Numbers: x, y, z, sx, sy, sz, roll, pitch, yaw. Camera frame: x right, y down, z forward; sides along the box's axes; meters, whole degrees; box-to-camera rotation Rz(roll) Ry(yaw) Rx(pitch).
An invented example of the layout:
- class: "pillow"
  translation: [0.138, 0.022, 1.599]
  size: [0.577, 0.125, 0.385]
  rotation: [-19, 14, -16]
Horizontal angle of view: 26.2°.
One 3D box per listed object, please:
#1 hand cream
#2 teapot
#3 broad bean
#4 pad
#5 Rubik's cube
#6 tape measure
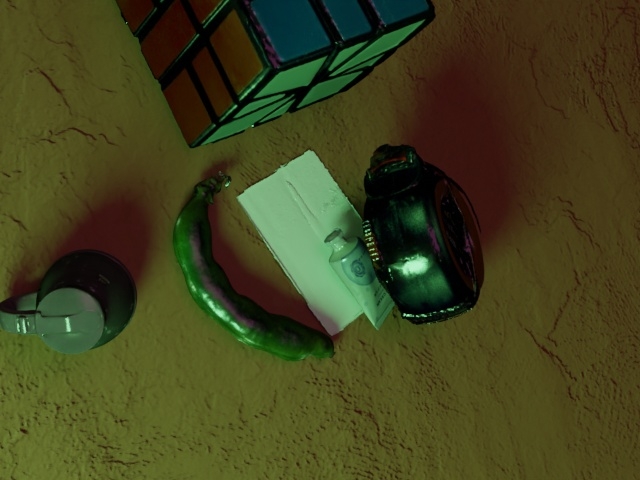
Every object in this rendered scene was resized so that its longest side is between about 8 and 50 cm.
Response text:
- class: "hand cream"
  translation: [0.058, 0.043, 1.875]
  size: [0.142, 0.053, 0.084]
  rotation: [49, 55, -18]
- class: "teapot"
  translation: [-0.295, 0.072, 1.606]
  size: [0.148, 0.146, 0.116]
  rotation: [23, 102, -4]
- class: "broad bean"
  translation: [-0.100, 0.056, 1.784]
  size: [0.144, 0.049, 0.292]
  rotation: [-33, 90, -35]
- class: "pad"
  translation: [0.000, 0.000, 1.886]
  size: [0.156, 0.004, 0.232]
  rotation: [-36, 92, -33]
- class: "Rubik's cube"
  translation: [-0.071, -0.321, 1.796]
  size: [0.288, 0.293, 0.283]
  rotation: [-25, 88, -35]
- class: "tape measure"
  translation: [0.135, 0.003, 1.854]
  size: [0.202, 0.135, 0.223]
  rotation: [45, 32, -53]
